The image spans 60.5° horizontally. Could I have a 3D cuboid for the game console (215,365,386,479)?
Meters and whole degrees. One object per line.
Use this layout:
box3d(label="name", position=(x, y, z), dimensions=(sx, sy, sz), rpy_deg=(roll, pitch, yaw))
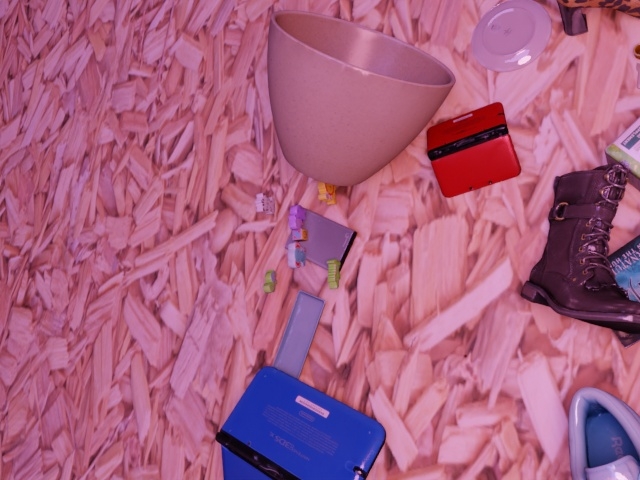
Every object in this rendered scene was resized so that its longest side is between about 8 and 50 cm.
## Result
box3d(label="game console", position=(-0.039, 0.425, 1.042), dimensions=(0.293, 0.173, 0.250), rpy_deg=(20, 63, 30))

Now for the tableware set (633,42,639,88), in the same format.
box3d(label="tableware set", position=(0.571, -0.294, 0.846), dimensions=(0.154, 0.024, 0.103), rpy_deg=(0, 80, 30))

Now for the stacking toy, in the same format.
box3d(label="stacking toy", position=(-0.048, -0.007, 1.099), dimensions=(0.167, 0.052, 0.220), rpy_deg=(-9, 77, 28))

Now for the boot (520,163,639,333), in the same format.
box3d(label="boot", position=(0.392, -0.001, 0.791), dimensions=(0.263, 0.091, 0.228), rpy_deg=(-151, 78, -74))

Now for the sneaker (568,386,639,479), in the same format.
box3d(label="sneaker", position=(0.371, 0.344, 0.662), dimensions=(0.135, 0.150, 0.365), rpy_deg=(-36, 28, 26))

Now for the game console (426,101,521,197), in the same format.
box3d(label="game console", position=(0.275, -0.164, 0.996), dimensions=(0.144, 0.085, 0.124), rpy_deg=(-17, 41, 25))

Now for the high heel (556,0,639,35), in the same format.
box3d(label="high heel", position=(0.487, -0.409, 0.821), dimensions=(0.261, 0.186, 0.093), rpy_deg=(-18, 72, 26))

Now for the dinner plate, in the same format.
box3d(label="dinner plate", position=(0.343, -0.375, 0.997), dimensions=(0.141, 0.017, 0.141), rpy_deg=(-7, 76, 29))

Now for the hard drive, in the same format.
box3d(label="hard drive", position=(0.000, 0.000, 1.114), dimensions=(0.135, 0.022, 0.094), rpy_deg=(26, 93, 31))

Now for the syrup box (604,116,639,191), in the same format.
box3d(label="syrup box", position=(0.537, -0.078, 0.783), dimensions=(0.093, 0.096, 0.236), rpy_deg=(-47, 61, 14))

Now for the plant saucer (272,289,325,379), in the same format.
box3d(label="plant saucer", position=(-0.044, 0.200, 1.104), dimensions=(0.067, 0.018, 0.191), rpy_deg=(20, 90, 31))

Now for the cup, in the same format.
box3d(label="cup", position=(0.044, -0.241, 0.999), dimensions=(0.331, 0.331, 0.236), rpy_deg=(40, 127, 29))

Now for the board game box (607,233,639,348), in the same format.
box3d(label="board game box", position=(0.473, 0.058, 0.780), dimensions=(0.126, 0.026, 0.186), rpy_deg=(63, 142, 24))
